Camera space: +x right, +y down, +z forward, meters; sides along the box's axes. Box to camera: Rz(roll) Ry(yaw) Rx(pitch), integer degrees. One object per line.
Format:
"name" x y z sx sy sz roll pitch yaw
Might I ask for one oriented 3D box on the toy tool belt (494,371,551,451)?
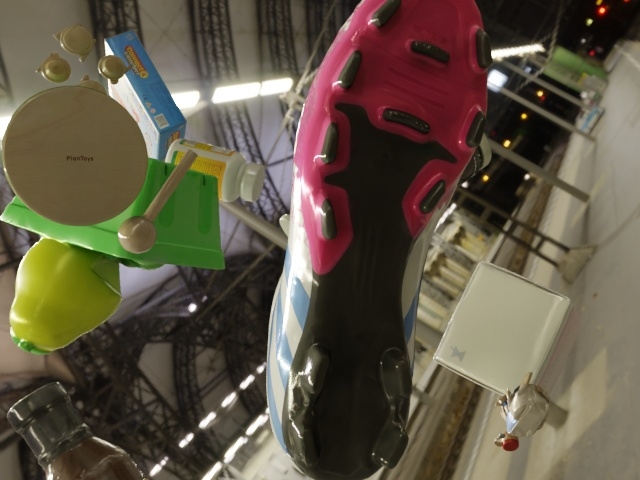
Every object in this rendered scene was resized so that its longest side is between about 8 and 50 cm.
"toy tool belt" 0.221 0.190 0.735 0.051 0.052 0.083 -87 12 -54

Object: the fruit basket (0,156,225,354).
"fruit basket" -0.387 0.024 1.170 0.283 0.392 0.392 12 -69 -58

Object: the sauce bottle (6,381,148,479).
"sauce bottle" -0.236 0.320 0.762 0.111 0.344 0.111 -36 -10 -7

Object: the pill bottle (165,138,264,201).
"pill bottle" -0.238 -0.154 1.502 0.117 0.208 0.118 14 -90 -83

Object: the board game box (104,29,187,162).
"board game box" -0.502 -0.384 1.893 0.086 0.308 0.302 -28 -6 -20

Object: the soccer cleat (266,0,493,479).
"soccer cleat" 0.019 -0.008 0.450 0.143 0.115 0.332 -155 77 -73

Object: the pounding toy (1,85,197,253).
"pounding toy" -0.319 -0.100 0.916 0.110 0.236 0.183 3 67 60

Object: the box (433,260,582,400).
"box" 0.271 0.138 0.924 0.149 0.126 0.232 -64 -28 -2

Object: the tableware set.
"tableware set" -0.480 -0.349 1.341 0.141 0.168 0.020 -56 13 -20

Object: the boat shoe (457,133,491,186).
"boat shoe" 0.113 -0.165 0.774 0.068 0.228 0.081 -38 7 -22

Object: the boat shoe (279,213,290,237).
"boat shoe" 0.001 0.000 1.621 0.081 0.227 0.079 -55 15 -24
